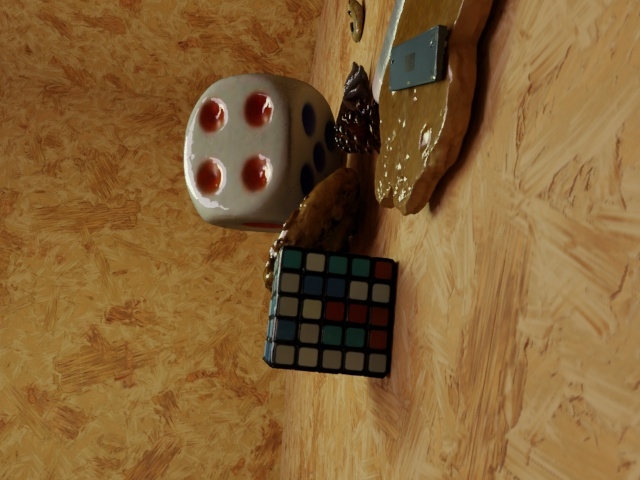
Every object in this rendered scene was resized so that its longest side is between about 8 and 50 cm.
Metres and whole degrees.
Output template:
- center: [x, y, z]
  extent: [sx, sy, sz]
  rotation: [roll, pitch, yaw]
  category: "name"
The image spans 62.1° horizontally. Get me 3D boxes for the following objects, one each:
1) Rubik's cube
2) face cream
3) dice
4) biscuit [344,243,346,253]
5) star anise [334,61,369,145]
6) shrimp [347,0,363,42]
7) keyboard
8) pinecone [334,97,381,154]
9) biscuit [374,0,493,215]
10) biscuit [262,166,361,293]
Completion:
- center: [0.010, 0.116, 0.863]
  extent: [0.184, 0.187, 0.182]
  rotation: [140, 137, -77]
  category: "Rubik's cube"
- center: [0.125, -0.297, 0.810]
  extent: [0.198, 0.057, 0.084]
  rotation: [104, 171, -60]
  category: "face cream"
- center: [-0.120, -0.180, 1.208]
  extent: [0.304, 0.276, 0.305]
  rotation: [12, -100, -65]
  category: "dice"
- center: [0.040, 0.053, 1.333]
  extent: [0.188, 0.027, 0.188]
  rotation: [-173, 90, -82]
  category: "biscuit"
- center: [0.076, -0.311, 1.210]
  extent: [0.195, 0.065, 0.183]
  rotation: [-72, -4, -61]
  category: "star anise"
- center: [0.098, -0.603, 1.448]
  extent: [0.095, 0.045, 0.163]
  rotation: [72, -171, -49]
  category: "shrimp"
- center: [0.108, -0.207, 0.618]
  extent: [0.176, 0.014, 0.055]
  rotation: [-125, 38, -76]
  category: "keyboard"
- center: [0.079, -0.191, 0.927]
  extent: [0.109, 0.102, 0.102]
  rotation: [-34, 43, 41]
  category: "pinecone"
- center: [0.131, -0.182, 0.664]
  extent: [0.376, 0.051, 0.269]
  rotation: [104, 167, -48]
  category: "biscuit"
- center: [-0.003, 0.003, 1.089]
  extent: [0.289, 0.081, 0.334]
  rotation: [-50, -16, -22]
  category: "biscuit"
